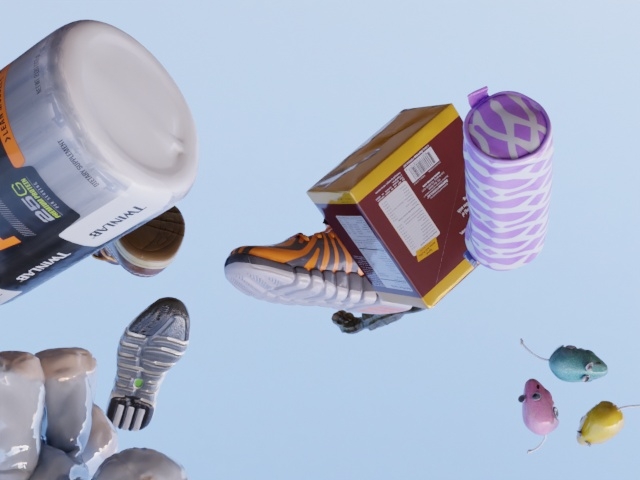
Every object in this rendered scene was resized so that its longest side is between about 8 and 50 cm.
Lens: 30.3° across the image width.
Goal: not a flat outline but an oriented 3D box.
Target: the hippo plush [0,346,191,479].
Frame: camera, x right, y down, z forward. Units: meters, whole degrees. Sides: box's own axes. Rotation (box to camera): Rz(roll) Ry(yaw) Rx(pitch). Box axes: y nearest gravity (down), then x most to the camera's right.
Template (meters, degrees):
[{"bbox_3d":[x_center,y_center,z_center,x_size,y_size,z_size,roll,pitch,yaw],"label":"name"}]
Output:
[{"bbox_3d":[-0.261,0.253,1.132,0.236,0.234,0.294,23,-115,37],"label":"hippo plush"}]

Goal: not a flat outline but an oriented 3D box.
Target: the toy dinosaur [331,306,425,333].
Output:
[{"bbox_3d":[0.136,0.105,2.035,0.268,0.064,0.118,-24,-166,47],"label":"toy dinosaur"}]

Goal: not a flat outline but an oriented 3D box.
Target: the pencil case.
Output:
[{"bbox_3d":[0.177,-0.054,1.135,0.086,0.206,0.088,-24,-121,-9],"label":"pencil case"}]

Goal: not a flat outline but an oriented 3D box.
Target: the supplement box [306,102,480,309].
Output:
[{"bbox_3d":[0.127,-0.046,1.565,0.191,0.194,0.129,-41,-162,-19],"label":"supplement box"}]

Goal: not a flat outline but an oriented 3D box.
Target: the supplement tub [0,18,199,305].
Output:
[{"bbox_3d":[-0.308,-0.062,1.221,0.338,0.207,0.207,-29,-166,27],"label":"supplement tub"}]

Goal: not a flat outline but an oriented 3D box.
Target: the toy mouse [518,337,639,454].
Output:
[{"bbox_3d":[0.258,0.165,1.281,0.143,0.161,0.031,53,-149,10],"label":"toy mouse"}]

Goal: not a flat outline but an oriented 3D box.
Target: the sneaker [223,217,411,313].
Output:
[{"bbox_3d":[0.000,0.000,1.681,0.321,0.180,0.124,12,163,-41],"label":"sneaker"}]

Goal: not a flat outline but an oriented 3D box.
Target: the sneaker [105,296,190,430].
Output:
[{"bbox_3d":[-0.237,0.138,1.606,0.086,0.229,0.132,19,-149,-15],"label":"sneaker"}]

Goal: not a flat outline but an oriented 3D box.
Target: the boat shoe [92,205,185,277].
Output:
[{"bbox_3d":[-0.294,-0.014,1.822,0.123,0.123,0.342,10,-158,-25],"label":"boat shoe"}]
